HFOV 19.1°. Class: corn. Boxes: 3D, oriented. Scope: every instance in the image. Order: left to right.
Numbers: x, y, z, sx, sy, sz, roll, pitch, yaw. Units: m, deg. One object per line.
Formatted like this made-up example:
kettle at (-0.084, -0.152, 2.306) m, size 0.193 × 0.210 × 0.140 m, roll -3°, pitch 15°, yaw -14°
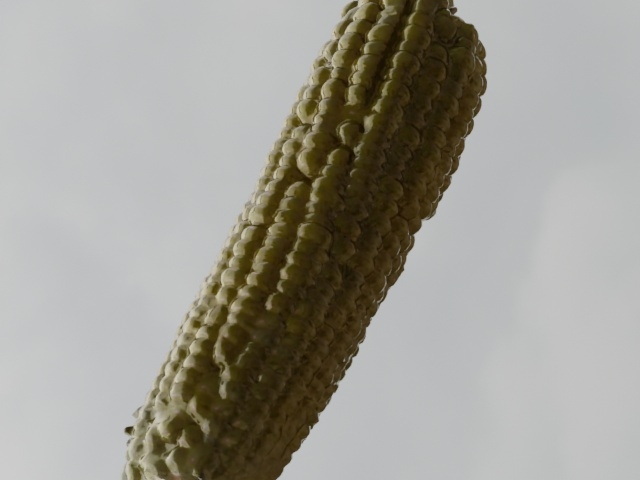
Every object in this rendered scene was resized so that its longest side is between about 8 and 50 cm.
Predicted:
corn at (0.000, 0.000, 0.874) m, size 0.288 × 0.086 × 0.086 m, roll -62°, pitch -36°, yaw -21°
